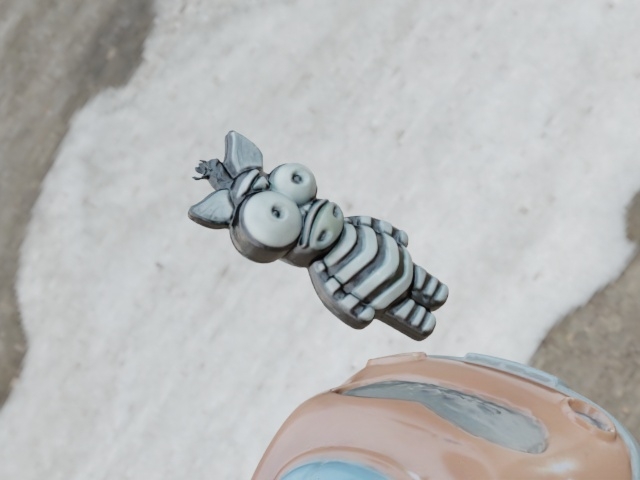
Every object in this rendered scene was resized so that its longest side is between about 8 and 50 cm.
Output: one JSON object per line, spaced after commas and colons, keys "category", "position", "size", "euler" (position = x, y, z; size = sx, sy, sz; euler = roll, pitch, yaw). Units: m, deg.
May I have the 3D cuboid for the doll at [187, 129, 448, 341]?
{"category": "doll", "position": [0.000, 0.000, 1.154], "size": [0.091, 0.219, 0.067], "euler": [-63, 9, -30]}

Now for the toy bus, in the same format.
{"category": "toy bus", "position": [0.039, 0.195, 0.784], "size": [0.194, 0.232, 0.288], "euler": [16, 88, 32]}
